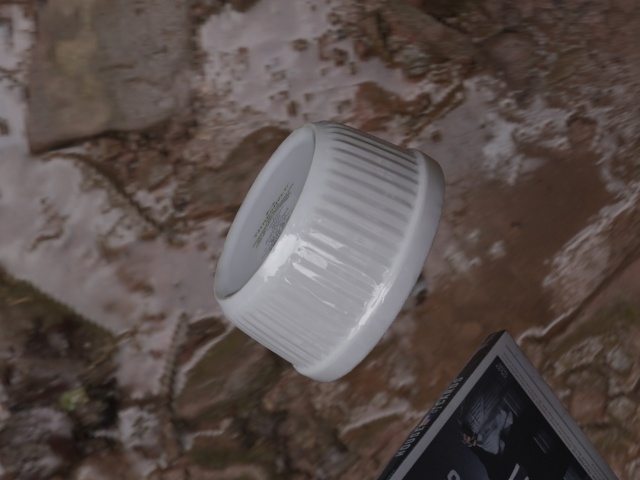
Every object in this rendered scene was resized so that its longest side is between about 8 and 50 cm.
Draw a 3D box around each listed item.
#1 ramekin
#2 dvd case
[{"bbox_3d":[0.000,0.000,1.310,0.109,0.207,0.207,29,108,-17],"label":"ramekin"},{"bbox_3d":[0.142,0.208,1.305,0.030,0.238,0.179,-29,102,45],"label":"dvd case"}]
